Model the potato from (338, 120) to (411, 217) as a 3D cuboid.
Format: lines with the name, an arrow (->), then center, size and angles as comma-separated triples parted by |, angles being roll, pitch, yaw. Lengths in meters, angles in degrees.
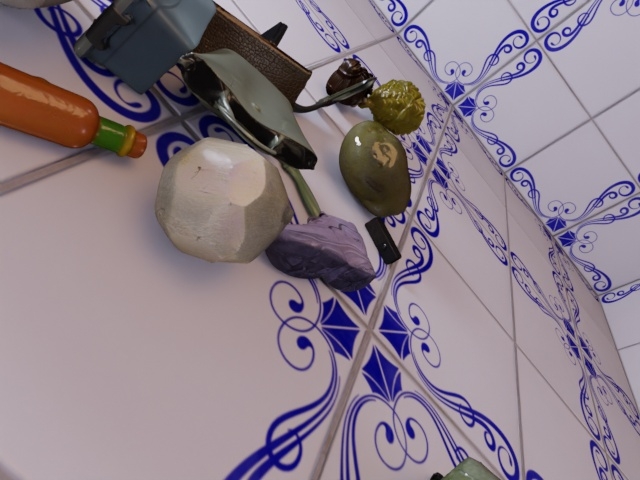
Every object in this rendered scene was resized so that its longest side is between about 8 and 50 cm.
potato -> 0.133, -0.164, 1.013 | 0.178, 0.160, 0.235 | -33, 103, -33

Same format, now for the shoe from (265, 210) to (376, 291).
shoe -> 0.000, 0.000, 0.755 | 0.245, 0.095, 0.138 | 23, 42, -43

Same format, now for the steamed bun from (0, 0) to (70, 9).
steamed bun -> -0.363, -0.431, 0.463 | 0.324, 0.324, 0.206 | 36, 69, -26

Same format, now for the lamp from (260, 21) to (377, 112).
lamp -> -0.021, -0.376, 0.971 | 0.283, 0.203, 0.125 | 27, 61, -41

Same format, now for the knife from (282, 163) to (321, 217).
knife -> -0.056, -0.144, 0.873 | 0.043, 0.020, 0.293 | -6, 65, -51

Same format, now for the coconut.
coconut -> -0.118, -0.045, 0.564 | 0.162, 0.161, 0.161 | 17, 33, 12

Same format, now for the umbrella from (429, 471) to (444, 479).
umbrella -> 0.214, 0.438, 0.686 | 0.036, 0.031, 0.133 | -28, 84, -30

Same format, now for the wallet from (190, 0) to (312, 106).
wallet -> -0.144, -0.343, 0.848 | 0.243, 0.133, 0.039 | 25, 5, -31

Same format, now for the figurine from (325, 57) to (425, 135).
figurine -> 0.147, -0.427, 1.289 | 0.315, 0.168, 0.187 | 1, 71, -40

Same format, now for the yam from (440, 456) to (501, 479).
yam -> 0.218, 0.447, 0.549 | 0.271, 0.201, 0.202 | 55, 32, 13

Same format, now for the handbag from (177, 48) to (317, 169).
handbag -> -0.108, -0.214, 0.685 | 0.241, 0.109, 0.315 | 35, 10, -24

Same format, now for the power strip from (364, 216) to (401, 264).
power strip -> 0.142, 0.001, 0.975 | 0.029, 0.038, 0.111 | -9, 67, -52

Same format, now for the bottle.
bottle -> -0.306, -0.146, 0.522 | 0.187, 0.069, 0.069 | 19, 47, -44

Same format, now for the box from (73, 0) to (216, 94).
box -> -0.266, -0.348, 0.672 | 0.130, 0.162, 0.227 | 44, 33, -34
